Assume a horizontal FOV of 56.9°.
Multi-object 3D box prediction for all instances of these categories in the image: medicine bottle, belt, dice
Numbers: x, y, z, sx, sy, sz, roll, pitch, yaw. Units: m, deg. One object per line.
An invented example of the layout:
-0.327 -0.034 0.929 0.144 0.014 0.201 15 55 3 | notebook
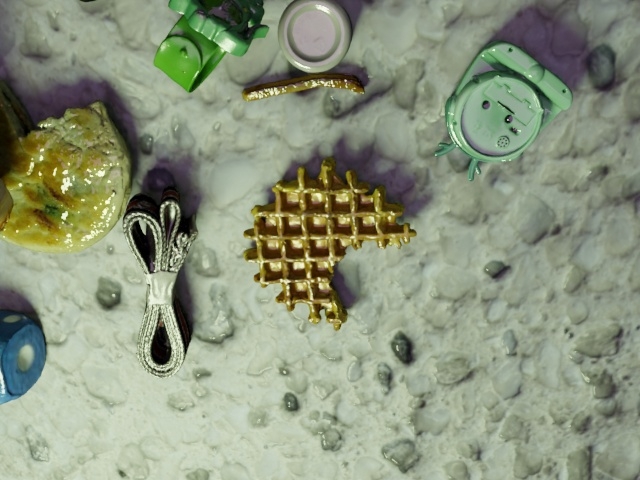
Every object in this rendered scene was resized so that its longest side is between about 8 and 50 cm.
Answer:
-0.004 -0.304 0.863 0.105 0.168 0.105 1 112 3 | medicine bottle
-0.288 0.082 1.068 0.126 0.094 0.360 0 114 -14 | belt
-0.625 0.224 1.124 0.146 0.146 0.143 3 110 3 | dice

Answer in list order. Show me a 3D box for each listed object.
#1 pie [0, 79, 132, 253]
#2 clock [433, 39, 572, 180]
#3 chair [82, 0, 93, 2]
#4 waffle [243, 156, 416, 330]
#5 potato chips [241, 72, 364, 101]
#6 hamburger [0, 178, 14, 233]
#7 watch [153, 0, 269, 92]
-0.481 -0.111 1.019 0.337 0.075 0.338 3 112 6 | pie
0.279 -0.195 0.943 0.159 0.066 0.211 32 111 -8 | clock
-0.308 -0.414 0.860 0.221 0.140 0.145 27 111 -10 | chair
0.000 0.000 1.040 0.259 0.069 0.293 36 112 -7 | waffle
-0.030 -0.250 0.964 0.203 0.026 0.037 -4 125 4 | potato chips
-0.614 -0.073 0.871 0.290 0.291 0.225 1 124 3 | hamburger
-0.170 -0.307 0.904 0.131 0.165 0.152 36 134 -11 | watch
